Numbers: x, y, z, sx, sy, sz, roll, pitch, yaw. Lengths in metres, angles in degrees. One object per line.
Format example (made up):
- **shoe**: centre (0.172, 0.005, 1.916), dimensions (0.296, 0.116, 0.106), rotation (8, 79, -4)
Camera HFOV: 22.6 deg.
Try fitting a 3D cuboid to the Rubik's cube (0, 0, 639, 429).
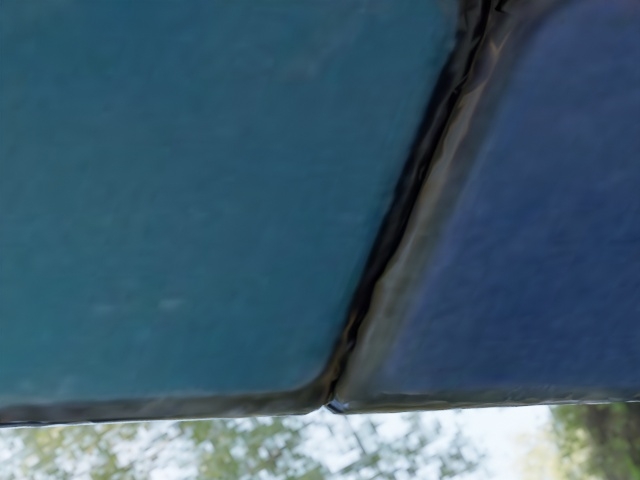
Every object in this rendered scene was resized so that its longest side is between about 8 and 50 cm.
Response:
- **Rubik's cube**: centre (-0.011, -0.158, 0.443), dimensions (0.316, 0.318, 0.313), rotation (1, -143, -28)
